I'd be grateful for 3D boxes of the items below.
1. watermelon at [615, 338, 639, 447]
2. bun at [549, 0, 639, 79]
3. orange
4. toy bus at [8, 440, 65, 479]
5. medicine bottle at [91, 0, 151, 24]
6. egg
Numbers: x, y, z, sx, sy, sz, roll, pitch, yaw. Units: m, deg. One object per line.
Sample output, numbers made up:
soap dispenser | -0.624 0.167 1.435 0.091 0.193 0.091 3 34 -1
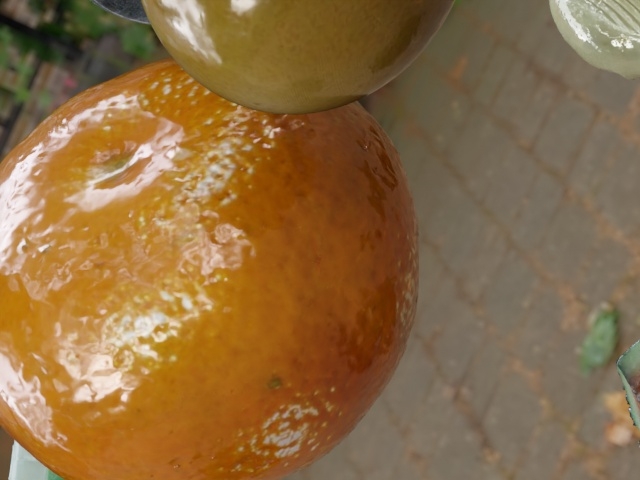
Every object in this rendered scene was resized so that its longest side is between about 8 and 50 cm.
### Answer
watermelon | 0.349 0.206 1.574 0.226 0.148 0.318 -69 -29 -67
bun | 0.346 -0.236 1.830 0.127 0.222 0.222 92 -168 -56
orange | -0.109 0.037 1.561 0.424 0.326 0.424 -17 40 15
toy bus | -0.245 0.231 1.774 0.165 0.133 0.276 82 -167 -81
medicine bottle | -0.133 -0.348 1.587 0.141 0.141 0.293 134 147 -59
egg | -0.006 -0.251 1.304 0.250 0.250 0.322 166 125 -75
